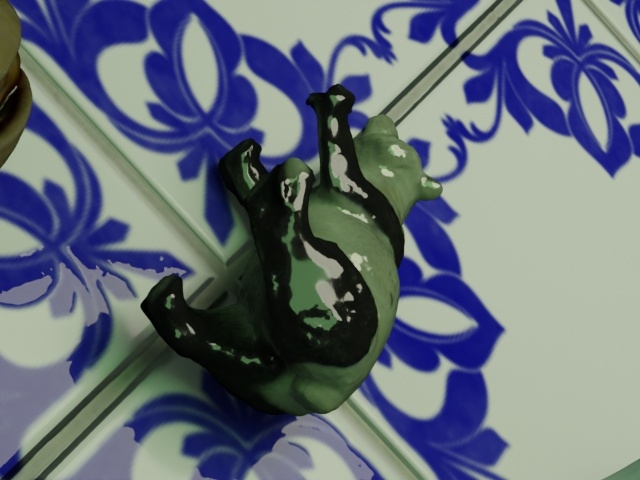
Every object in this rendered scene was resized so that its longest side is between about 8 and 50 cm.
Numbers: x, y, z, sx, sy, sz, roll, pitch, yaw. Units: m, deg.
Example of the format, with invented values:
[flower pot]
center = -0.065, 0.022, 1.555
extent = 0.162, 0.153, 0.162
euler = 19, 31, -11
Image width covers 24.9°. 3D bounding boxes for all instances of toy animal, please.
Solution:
[toy animal]
center = 0.000, 0.000, 0.794
extent = 0.121, 0.094, 0.225
euler = 48, 33, -17

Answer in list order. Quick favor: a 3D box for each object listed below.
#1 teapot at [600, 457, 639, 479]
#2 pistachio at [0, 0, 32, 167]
[teapot]
center = 0.234, 0.207, 0.825
extent = 0.232, 0.159, 0.159
euler = 57, 43, -8
[pistachio]
center = -0.192, -0.068, 0.680
extent = 0.113, 0.113, 0.149
euler = 42, 29, -9
